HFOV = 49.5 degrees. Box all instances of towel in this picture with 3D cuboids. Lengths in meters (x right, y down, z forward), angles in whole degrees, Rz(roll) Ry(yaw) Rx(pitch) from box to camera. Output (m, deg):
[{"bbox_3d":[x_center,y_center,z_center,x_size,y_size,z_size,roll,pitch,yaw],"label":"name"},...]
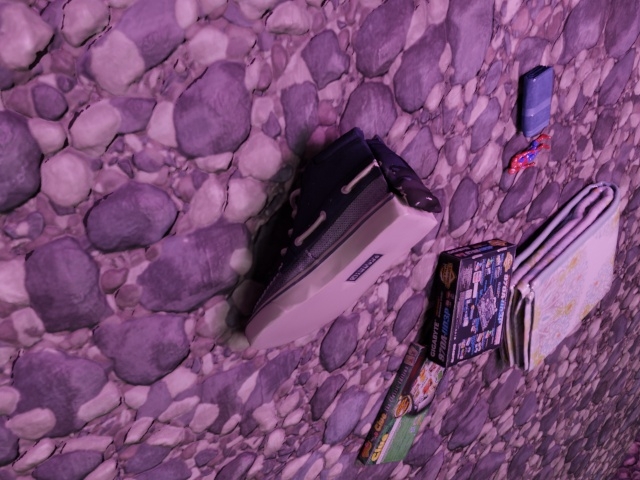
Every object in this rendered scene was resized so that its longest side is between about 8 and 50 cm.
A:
[{"bbox_3d":[0.533,0.086,1.542,0.374,0.090,0.320,-37,138,-23],"label":"towel"},{"bbox_3d":[0.379,-0.246,1.225,0.067,0.029,0.119,-33,134,-27],"label":"towel"}]

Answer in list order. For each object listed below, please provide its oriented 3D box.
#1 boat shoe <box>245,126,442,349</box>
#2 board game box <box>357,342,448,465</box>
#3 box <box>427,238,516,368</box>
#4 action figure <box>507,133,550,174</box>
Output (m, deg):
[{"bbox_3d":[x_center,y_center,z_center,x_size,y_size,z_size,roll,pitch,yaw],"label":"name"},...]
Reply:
[{"bbox_3d":[0.000,0.000,0.945,0.340,0.158,0.127,-41,151,24],"label":"boat shoe"},{"bbox_3d":[0.173,0.323,1.369,0.136,0.030,0.259,14,104,-50],"label":"board game box"},{"bbox_3d":[0.288,0.117,1.318,0.175,0.051,0.220,-12,113,-40],"label":"box"},{"bbox_3d":[0.386,-0.156,1.290,0.115,0.030,0.038,-36,140,-21],"label":"action figure"}]
